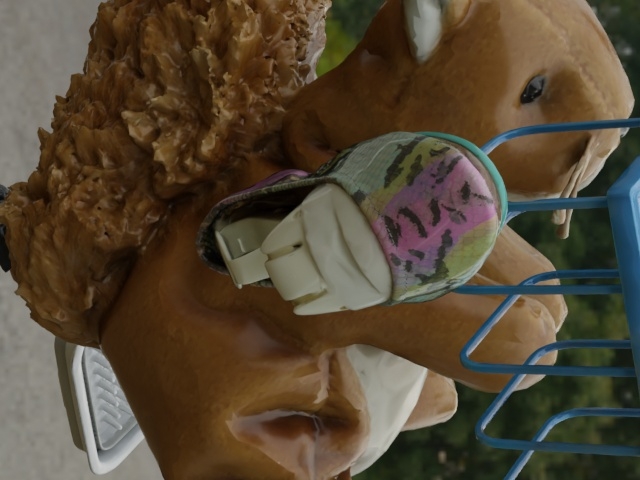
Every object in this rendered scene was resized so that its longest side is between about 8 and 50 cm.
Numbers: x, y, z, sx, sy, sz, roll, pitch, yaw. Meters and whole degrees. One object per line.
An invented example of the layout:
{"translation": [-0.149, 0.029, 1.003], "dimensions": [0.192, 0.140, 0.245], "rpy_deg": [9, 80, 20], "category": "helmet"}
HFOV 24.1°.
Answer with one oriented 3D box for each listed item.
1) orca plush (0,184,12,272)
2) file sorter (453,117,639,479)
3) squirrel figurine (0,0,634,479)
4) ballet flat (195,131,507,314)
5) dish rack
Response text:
{"translation": [-0.117, -0.058, 1.169], "dimensions": [0.102, 0.287, 0.151], "rpy_deg": [16, -66, 56], "category": "orca plush"}
{"translation": [0.127, 0.037, 0.700], "dimensions": [0.118, 0.104, 0.170], "rpy_deg": [-40, 123, -53], "category": "file sorter"}
{"translation": [-0.007, -0.048, 0.963], "dimensions": [0.281, 0.397, 0.370], "rpy_deg": [-37, 157, -59], "category": "squirrel figurine"}
{"translation": [0.000, 0.000, 0.673], "dimensions": [0.221, 0.079, 0.077], "rpy_deg": [-3, -70, 66], "category": "ballet flat"}
{"translation": [-0.194, 0.088, 1.768], "dimensions": [0.333, 0.072, 0.285], "rpy_deg": [-47, 155, -33], "category": "dish rack"}
